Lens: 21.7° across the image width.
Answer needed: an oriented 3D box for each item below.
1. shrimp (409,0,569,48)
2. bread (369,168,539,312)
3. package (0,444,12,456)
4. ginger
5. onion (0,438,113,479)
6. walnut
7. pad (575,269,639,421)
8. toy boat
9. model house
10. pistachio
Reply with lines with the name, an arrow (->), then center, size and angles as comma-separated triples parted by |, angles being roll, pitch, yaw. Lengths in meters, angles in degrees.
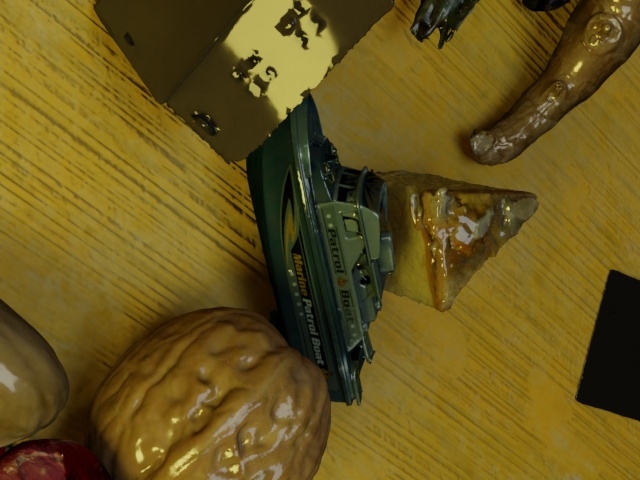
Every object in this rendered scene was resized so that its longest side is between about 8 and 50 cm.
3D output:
shrimp -> 0.220, -0.336, 1.697 | 0.445, 0.085, 0.272 | -55, 134, -27
bread -> 0.118, -0.013, 1.603 | 0.152, 0.147, 0.127 | -18, 112, -37
package -> -0.325, 0.277, 1.303 | 0.194, 0.071, 0.269 | 10, 72, -55
ginger -> 0.274, -0.196, 1.746 | 0.081, 0.148, 0.333 | 39, 80, -1
onion -> -0.217, 0.219, 1.317 | 0.131, 0.131, 0.131 | -9, 104, -42
walnut -> -0.098, 0.163, 1.412 | 0.213, 0.213, 0.213 | -9, 104, -42
pad -> 0.401, 0.140, 1.994 | 0.265, 0.009, 0.159 | 20, 84, -42
toy boat -> 0.003, 0.001, 1.507 | 0.114, 0.122, 0.296 | -75, 159, -63
model house -> -0.080, -0.238, 1.375 | 0.243, 0.211, 0.204 | 40, 23, -12
pistachio -> -0.271, 0.090, 1.290 | 0.185, 0.108, 0.126 | 41, 46, -32
